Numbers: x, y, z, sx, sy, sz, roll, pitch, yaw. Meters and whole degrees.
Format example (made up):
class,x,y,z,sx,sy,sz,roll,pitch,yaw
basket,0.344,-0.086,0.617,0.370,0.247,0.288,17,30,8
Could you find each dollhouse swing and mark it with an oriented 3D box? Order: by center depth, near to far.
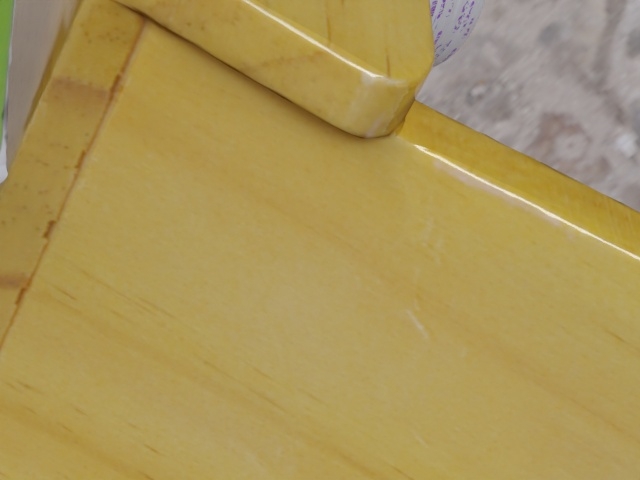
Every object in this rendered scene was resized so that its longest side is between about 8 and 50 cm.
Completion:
class,x,y,z,sx,sy,sz,roll,pitch,yaw
dollhouse swing,0.000,0.000,0.831,0.305,0.347,0.315,16,40,-16

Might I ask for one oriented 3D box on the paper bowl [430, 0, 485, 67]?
class,x,y,z,sx,sy,sz,roll,pitch,yaw
paper bowl,0.010,-0.268,1.528,0.148,0.284,0.284,-8,80,-26

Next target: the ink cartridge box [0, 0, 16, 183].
class,x,y,z,sx,sy,sz,roll,pitch,yaw
ink cartridge box,-0.131,-0.128,0.271,0.189,0.097,0.255,-15,118,-52
